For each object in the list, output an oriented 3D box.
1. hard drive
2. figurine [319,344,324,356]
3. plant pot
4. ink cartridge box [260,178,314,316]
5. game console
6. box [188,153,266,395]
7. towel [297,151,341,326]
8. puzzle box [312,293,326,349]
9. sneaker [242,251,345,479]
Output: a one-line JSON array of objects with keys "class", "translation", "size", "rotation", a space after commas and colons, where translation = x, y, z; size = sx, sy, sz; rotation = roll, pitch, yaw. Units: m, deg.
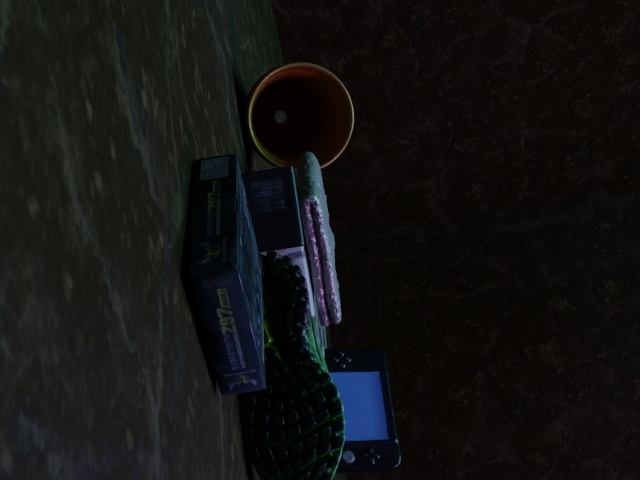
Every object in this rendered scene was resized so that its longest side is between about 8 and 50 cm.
[{"class": "hard drive", "translation": [-0.082, -0.050, 1.563], "size": [0.022, 0.094, 0.135], "rotation": [-39, 121, -86]}, {"class": "figurine", "translation": [-0.013, 0.327, 1.776], "size": [0.215, 0.092, 0.209], "rotation": [-91, 168, -75]}, {"class": "plant pot", "translation": [-0.058, -0.239, 1.836], "size": [0.188, 0.205, 0.205], "rotation": [-153, -127, -74]}, {"class": "ink cartridge box", "translation": [-0.069, 0.015, 1.701], "size": [0.158, 0.092, 0.218], "rotation": [-93, 176, -70]}, {"class": "game console", "translation": [0.047, 0.330, 2.013], "size": [0.173, 0.250, 0.293], "rotation": [104, -17, -55]}, {"class": "box", "translation": [-0.107, 0.035, 1.107], "size": [0.233, 0.059, 0.183], "rotation": [-96, 177, -52]}, {"class": "towel", "translation": [0.000, 0.000, 1.723], "size": [0.187, 0.049, 0.282], "rotation": [-96, 177, -60]}, {"class": "puzzle box", "translation": [-0.022, 0.219, 2.600], "size": [0.409, 0.052, 0.272], "rotation": [-95, 176, -49]}, {"class": "sneaker", "translation": [-0.039, 0.194, 1.309], "size": [0.146, 0.134, 0.343], "rotation": [78, 4, -66]}]
